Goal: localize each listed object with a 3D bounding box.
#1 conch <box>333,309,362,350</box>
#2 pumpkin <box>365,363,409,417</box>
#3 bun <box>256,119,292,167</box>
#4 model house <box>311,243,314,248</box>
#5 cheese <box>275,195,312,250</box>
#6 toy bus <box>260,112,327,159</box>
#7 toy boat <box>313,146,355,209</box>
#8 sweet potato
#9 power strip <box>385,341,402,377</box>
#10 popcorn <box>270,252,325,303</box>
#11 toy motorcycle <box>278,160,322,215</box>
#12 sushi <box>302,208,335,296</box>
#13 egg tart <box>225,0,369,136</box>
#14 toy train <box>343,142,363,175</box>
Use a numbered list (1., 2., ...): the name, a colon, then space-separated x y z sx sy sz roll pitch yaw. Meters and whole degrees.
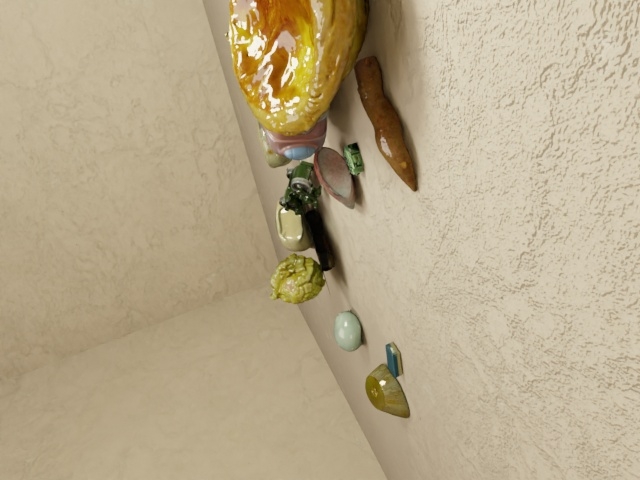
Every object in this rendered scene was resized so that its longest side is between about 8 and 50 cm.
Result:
1. conch: 0.119 0.388 1.952 0.221 0.121 0.184 78 -164 -55
2. pumpkin: 0.241 0.580 1.711 0.217 0.110 0.217 166 90 -78
3. bun: -0.177 -0.415 1.826 0.239 0.142 0.239 163 90 -84
4. model house: -0.046 -0.010 2.154 0.058 0.057 0.083 128 146 -46
5. cheese: -0.118 -0.079 2.053 0.233 0.127 0.265 -3 -95 -79
6. toy bus: -0.067 -0.339 1.184 0.294 0.197 0.231 98 165 -63
7. toy boat: 0.044 -0.180 1.391 0.206 0.096 0.282 59 177 0
8. sweet potato: 0.133 -0.228 0.917 0.067 0.059 0.281 143 108 -87
9. power strip: 0.248 0.403 1.529 0.056 0.032 0.123 -127 21 -53
10. popcorn: -0.105 0.164 1.988 0.259 0.259 0.212 -124 29 -50
11. toy motorcycle: -0.071 -0.209 1.712 0.275 0.127 0.205 142 145 -63
12. sushi: 0.000 0.000 1.888 0.343 0.064 0.359 -108 -1 -55
13. egg tart: -0.040 -0.439 0.906 0.443 0.178 0.442 25 120 54
14. toy train: 0.089 -0.216 1.205 0.053 0.033 0.083 154 96 -75
